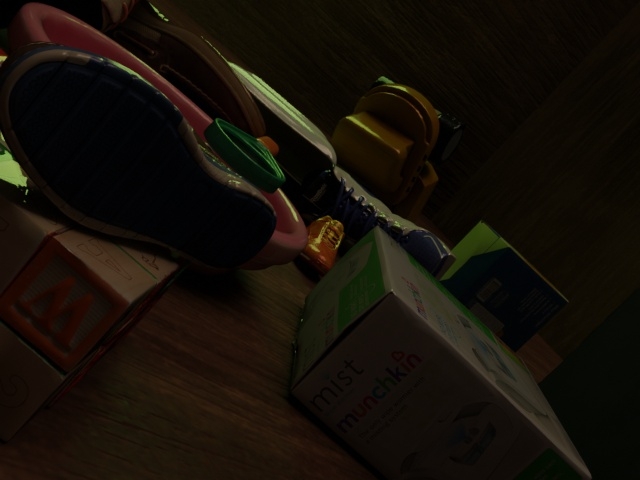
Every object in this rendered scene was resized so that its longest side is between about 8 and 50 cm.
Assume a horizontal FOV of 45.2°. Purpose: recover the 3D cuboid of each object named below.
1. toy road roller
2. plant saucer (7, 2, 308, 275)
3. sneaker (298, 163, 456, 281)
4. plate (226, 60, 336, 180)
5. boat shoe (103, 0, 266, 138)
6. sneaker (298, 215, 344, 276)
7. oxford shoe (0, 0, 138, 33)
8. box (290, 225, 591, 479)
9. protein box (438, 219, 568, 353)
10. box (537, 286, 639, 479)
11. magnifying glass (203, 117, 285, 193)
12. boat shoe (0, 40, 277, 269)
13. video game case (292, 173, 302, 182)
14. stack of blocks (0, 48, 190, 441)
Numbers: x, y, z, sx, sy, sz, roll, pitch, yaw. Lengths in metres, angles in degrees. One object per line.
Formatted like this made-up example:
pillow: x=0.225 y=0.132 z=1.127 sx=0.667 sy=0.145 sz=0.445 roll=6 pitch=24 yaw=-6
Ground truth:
toy road roller: x=0.106 y=-0.147 z=1.497 sx=0.202 sy=0.329 sz=0.240 roll=36 pitch=32 yaw=16
plant saucer: x=-0.158 y=-0.081 z=0.727 sx=0.332 sy=0.084 sz=0.332 roll=42 pitch=9 yaw=-8
sneaker: x=0.059 y=-0.026 z=1.289 sx=0.182 sy=0.127 sz=0.315 roll=26 pitch=12 yaw=-48
plate: x=-0.082 y=-0.214 z=1.446 sx=0.278 sy=0.045 sz=0.277 roll=40 pitch=-9 yaw=0
boat shoe: x=-0.214 y=-0.212 z=0.975 sx=0.342 sy=0.123 sz=0.123 roll=41 pitch=-13 yaw=18
sneaker: x=0.000 y=0.000 z=1.055 sx=0.064 sy=0.067 sz=0.175 roll=42 pitch=11 yaw=-12
oxford shoe: x=-0.246 y=-0.294 z=0.868 sx=0.397 sy=0.140 sz=0.146 roll=-21 pitch=80 yaw=-40
box: x=0.097 y=0.127 z=0.732 sx=0.231 sy=0.127 sz=0.262 roll=44 pitch=11 yaw=-7
protein box: x=0.348 y=0.110 z=1.570 sx=0.201 sy=0.200 sz=0.136 roll=39 pitch=11 yaw=-26
box: x=0.491 y=0.355 z=0.839 sx=0.472 sy=0.297 sz=0.480 roll=40 pitch=10 yaw=-5
magnifying glass: x=-0.071 y=-0.093 z=0.820 sx=0.092 sy=0.026 sz=0.231 roll=42 pitch=11 yaw=-4
boat shoe: x=-0.092 y=-0.040 z=0.371 sx=0.066 sy=0.066 sz=0.183 roll=44 pitch=-1 yaw=32
video game case: x=-0.083 y=-0.197 z=1.695 sx=0.183 sy=0.023 sz=0.201 roll=43 pitch=10 yaw=-3
stack of blocks: x=-0.209 y=-0.056 z=0.397 sx=0.297 sy=0.087 sz=0.171 roll=42 pitch=10 yaw=-3
